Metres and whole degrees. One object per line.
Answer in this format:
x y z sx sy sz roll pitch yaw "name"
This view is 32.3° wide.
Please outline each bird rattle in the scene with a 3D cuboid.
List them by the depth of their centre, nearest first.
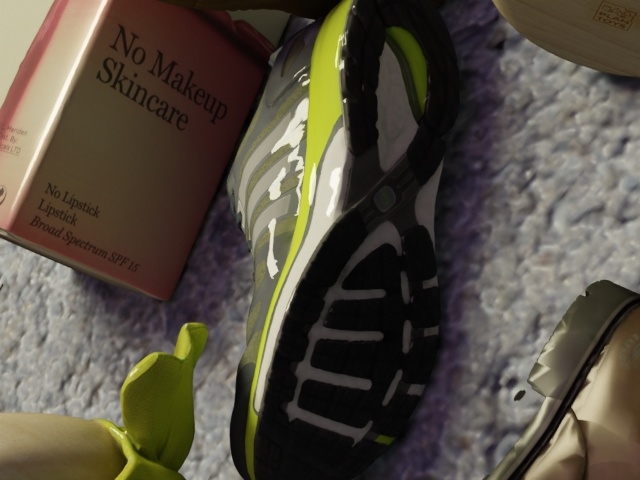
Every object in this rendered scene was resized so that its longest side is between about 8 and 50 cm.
-0.148 0.145 0.582 0.253 0.207 0.143 -47 41 44 "bird rattle"

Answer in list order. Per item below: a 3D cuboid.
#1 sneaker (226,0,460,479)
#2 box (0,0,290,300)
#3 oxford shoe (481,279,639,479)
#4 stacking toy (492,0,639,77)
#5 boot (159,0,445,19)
0.000 0.000 0.642 0.121 0.111 0.299 -11 62 52 "sneaker"
-0.144 -0.097 0.749 0.127 0.149 0.232 16 81 41 "box"
0.118 0.134 0.492 0.096 0.083 0.227 24 87 37 "oxford shoe"
0.200 -0.257 0.585 0.141 0.141 0.330 8 69 39 "stacking toy"
-0.048 -0.243 0.668 0.095 0.262 0.203 -45 49 51 "boot"
